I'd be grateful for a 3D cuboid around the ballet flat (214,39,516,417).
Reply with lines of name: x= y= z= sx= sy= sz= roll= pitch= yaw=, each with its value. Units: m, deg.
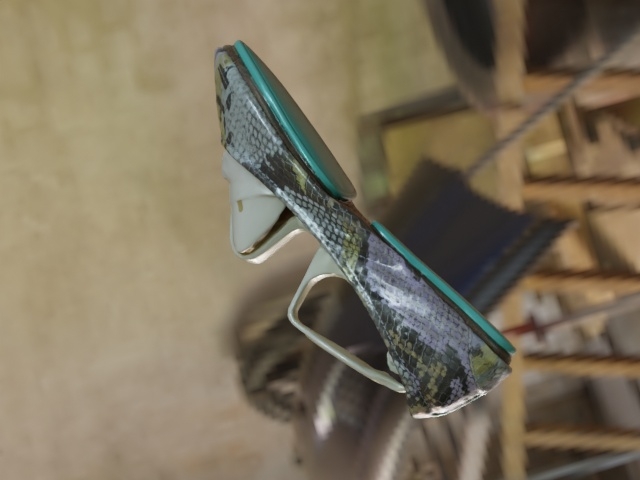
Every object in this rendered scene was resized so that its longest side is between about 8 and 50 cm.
ballet flat: x=0.000 y=0.000 z=0.508 sx=0.114 sy=0.041 sz=0.041 roll=49 pitch=164 yaw=13
